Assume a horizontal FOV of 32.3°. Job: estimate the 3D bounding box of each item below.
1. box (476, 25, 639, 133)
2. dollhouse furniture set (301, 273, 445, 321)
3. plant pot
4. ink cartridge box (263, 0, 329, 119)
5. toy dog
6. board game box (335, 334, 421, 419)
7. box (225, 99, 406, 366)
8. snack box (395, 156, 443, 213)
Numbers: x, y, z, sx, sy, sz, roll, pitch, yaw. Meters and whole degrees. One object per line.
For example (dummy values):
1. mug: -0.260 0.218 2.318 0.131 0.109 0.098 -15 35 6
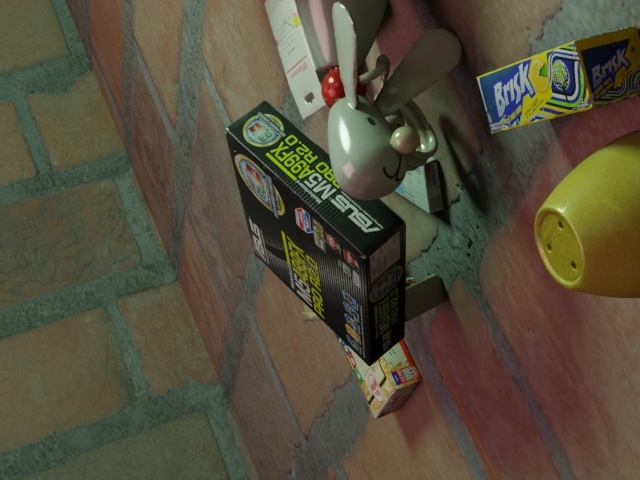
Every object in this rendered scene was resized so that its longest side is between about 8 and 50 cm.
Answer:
1. box: 0.194 -0.128 0.903 0.169 0.059 0.054 174 80 -72
2. dollhouse furniture set: 0.068 0.021 1.393 0.184 0.129 0.129 -4 105 47
3. plant pot: 0.226 -0.008 0.868 0.134 0.095 0.134 161 90 -74
4. ink cartridge box: -0.011 -0.261 1.382 0.115 0.067 0.198 166 87 -73
5. toy dog: 0.056 -0.223 1.076 0.161 0.220 0.333 -24 90 37
6. board game box: 0.070 0.146 1.596 0.146 0.045 0.193 111 138 -64
7. box: 0.000 0.000 1.225 0.216 0.060 0.270 43 161 23
8. snack box: 0.092 -0.091 1.320 0.178 0.022 0.064 -139 33 -59
